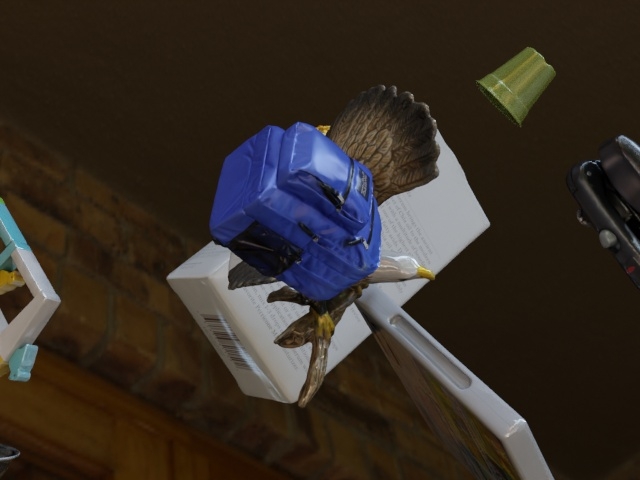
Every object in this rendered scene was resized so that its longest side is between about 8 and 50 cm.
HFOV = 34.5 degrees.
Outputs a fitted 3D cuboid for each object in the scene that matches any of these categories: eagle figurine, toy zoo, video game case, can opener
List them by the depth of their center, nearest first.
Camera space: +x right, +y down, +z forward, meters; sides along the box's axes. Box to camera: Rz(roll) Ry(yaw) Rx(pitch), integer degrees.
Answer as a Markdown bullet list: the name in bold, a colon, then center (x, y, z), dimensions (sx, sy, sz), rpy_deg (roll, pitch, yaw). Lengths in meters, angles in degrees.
- **can opener**: center (0.256, 0.010, 0.803), dimensions (0.059, 0.186, 0.073), rpy_deg (-25, -10, -16)
- **eagle figurine**: center (0.011, -0.001, 1.049), dimensions (0.225, 0.226, 0.298), rpy_deg (-15, -31, -4)
- **video game case**: center (0.181, 0.224, 1.219), dimensions (0.036, 0.300, 0.329), rpy_deg (-38, -49, -8)
- **toy zoo**: center (-0.444, 0.068, 1.322), dimensions (0.192, 0.293, 0.030), rpy_deg (-44, -30, 12)

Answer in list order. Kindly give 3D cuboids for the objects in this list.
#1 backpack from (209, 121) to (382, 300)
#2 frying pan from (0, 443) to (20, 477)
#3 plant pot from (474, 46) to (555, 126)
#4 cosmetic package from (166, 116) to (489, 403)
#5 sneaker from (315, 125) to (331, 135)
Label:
- **backpack**: center (-0.007, -0.016, 0.751), dimensions (0.101, 0.098, 0.120), rpy_deg (-29, -56, 36)
- **frying pan**: center (-0.396, 0.195, 0.970), dimensions (0.197, 0.326, 0.053), rpy_deg (9, -98, -24)
- **plant pot**: center (0.253, -0.200, 1.306), dimensions (0.079, 0.083, 0.083), rpy_deg (-44, -58, 7)
- **cosmetic package**: center (0.021, 0.013, 1.563), dimensions (0.453, 0.161, 0.230), rpy_deg (-39, -73, -26)
- **sneaker**: center (0.020, -0.119, 1.304), dimensions (0.175, 0.064, 0.067), rpy_deg (-20, -22, -9)
